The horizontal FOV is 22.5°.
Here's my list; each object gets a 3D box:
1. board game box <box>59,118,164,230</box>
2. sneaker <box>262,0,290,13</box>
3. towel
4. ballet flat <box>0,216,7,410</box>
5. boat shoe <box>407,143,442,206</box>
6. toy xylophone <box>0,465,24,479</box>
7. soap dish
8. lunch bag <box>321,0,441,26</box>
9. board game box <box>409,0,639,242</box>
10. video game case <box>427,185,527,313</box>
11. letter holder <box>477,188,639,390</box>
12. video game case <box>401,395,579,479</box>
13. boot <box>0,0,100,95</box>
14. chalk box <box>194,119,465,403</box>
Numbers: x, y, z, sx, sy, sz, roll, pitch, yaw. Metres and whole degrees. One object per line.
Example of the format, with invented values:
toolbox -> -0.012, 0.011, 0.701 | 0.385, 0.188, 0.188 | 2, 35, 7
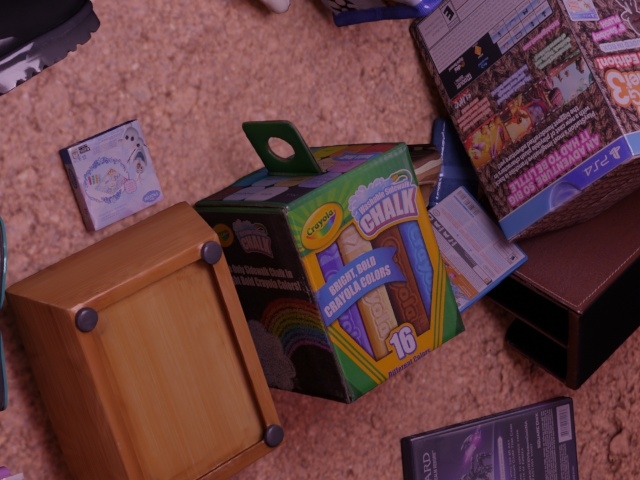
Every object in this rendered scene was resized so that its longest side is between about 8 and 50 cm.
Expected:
board game box -> -0.214, -0.068, 1.657 | 0.090, 0.020, 0.090 | -27, 106, -34
sneaker -> -0.103, -0.289, 1.722 | 0.075, 0.057, 0.161 | -48, 120, -7
towel -> 0.159, -0.086, 1.932 | 0.067, 0.029, 0.120 | 6, 89, -29
ballet flat -> -0.337, 0.073, 1.540 | 0.074, 0.074, 0.203 | -3, 95, -37
boat shoe -> 0.108, -0.067, 1.818 | 0.190, 0.068, 0.072 | -35, 123, -75
toy xylophone -> -0.346, 0.387, 1.533 | 0.236, 0.081, 0.323 | -25, 106, -33
soap dish -> -0.168, 0.136, 1.637 | 0.229, 0.118, 0.291 | -28, 109, -33
lunch bag -> 0.090, -0.475, 1.746 | 0.385, 0.239, 0.328 | -48, 116, -18
board game box -> 0.268, -0.183, 1.827 | 0.141, 0.232, 0.291 | -15, 76, -36
video game case -> 0.142, 0.027, 1.872 | 0.166, 0.015, 0.119 | -37, 76, -18
letter holder -> 0.329, -0.003, 2.006 | 0.302, 0.214, 0.152 | -40, 146, -26
video game case -> 0.217, 0.314, 1.992 | 0.274, 0.026, 0.196 | -9, 97, -36
boot -> -0.434, -0.307, 1.422 | 0.367, 0.146, 0.445 | -36, 107, -33
chalk box -> 0.000, 0.000, 1.722 | 0.179, 0.180, 0.289 | -28, 109, -33
